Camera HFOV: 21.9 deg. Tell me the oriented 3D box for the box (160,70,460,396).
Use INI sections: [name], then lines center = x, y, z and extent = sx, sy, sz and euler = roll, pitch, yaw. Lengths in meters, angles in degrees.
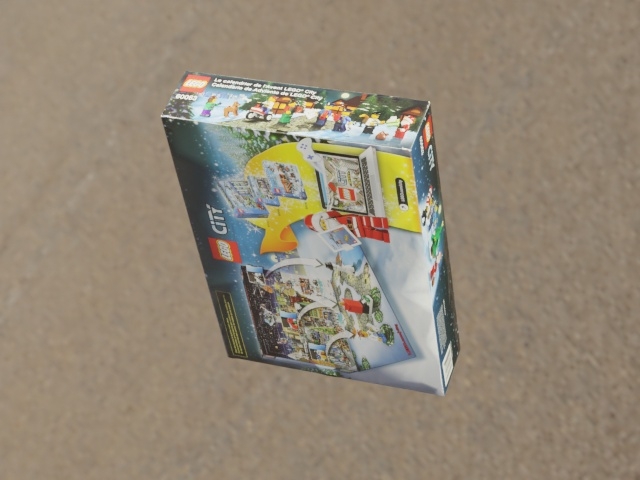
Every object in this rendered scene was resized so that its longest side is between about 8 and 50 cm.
[box]
center = 0.000, 0.000, 1.057
extent = 0.159, 0.233, 0.044
euler = 10, 50, 18
